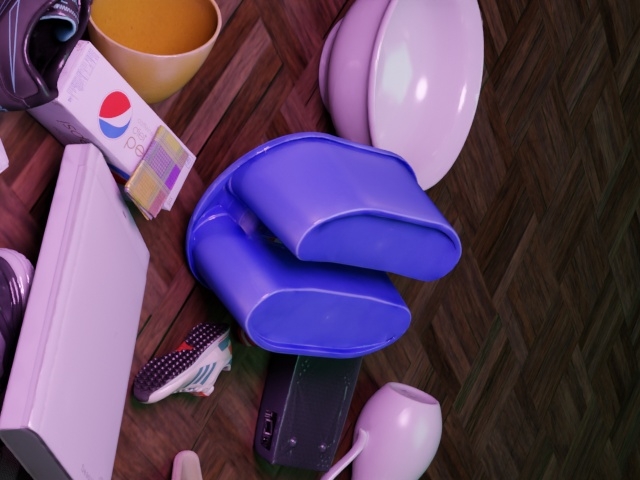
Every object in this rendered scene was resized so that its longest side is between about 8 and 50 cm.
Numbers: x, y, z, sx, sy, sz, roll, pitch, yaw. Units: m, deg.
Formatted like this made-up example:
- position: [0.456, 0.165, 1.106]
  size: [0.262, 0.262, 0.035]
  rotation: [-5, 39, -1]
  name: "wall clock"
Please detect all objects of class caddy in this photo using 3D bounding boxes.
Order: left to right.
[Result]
- position: [0.000, 0.000, 1.551]
  size: [0.341, 0.179, 0.241]
  rotation: [11, 123, -46]
  name: "caddy"

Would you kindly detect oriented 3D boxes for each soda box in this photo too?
- position: [-0.215, -0.115, 1.304]
  size: [0.069, 0.073, 0.216]
  rotation: [-65, 146, -19]
  name: "soda box"

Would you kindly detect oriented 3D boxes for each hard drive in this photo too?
- position: [-0.229, 0.089, 1.251]
  size: [0.203, 0.040, 0.308]
  rotation: [74, 17, -53]
  name: "hard drive"
- position: [-0.009, 0.180, 1.758]
  size: [0.172, 0.054, 0.255]
  rotation: [25, 79, -58]
  name: "hard drive"

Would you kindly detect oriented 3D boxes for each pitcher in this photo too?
- position: [0.083, 0.317, 1.908]
  size: [0.177, 0.125, 0.207]
  rotation: [14, 100, -44]
  name: "pitcher"

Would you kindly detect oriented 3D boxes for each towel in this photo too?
- position: [-0.167, -0.068, 1.315]
  size: [0.083, 0.009, 0.060]
  rotation: [-63, 145, -20]
  name: "towel"

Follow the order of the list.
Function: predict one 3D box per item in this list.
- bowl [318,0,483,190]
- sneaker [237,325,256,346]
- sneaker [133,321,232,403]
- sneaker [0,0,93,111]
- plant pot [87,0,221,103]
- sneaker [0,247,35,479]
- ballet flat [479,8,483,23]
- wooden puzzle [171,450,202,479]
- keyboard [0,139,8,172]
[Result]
- position: [0.090, -0.218, 1.701]
  size: [0.298, 0.134, 0.298]
  rotation: [-27, 123, -53]
  name: "bowl"
- position: [-0.055, 0.116, 1.646]
  size: [0.118, 0.067, 0.042]
  rotation: [11, 81, -54]
  name: "sneaker"
- position: [-0.153, 0.161, 1.516]
  size: [0.161, 0.057, 0.075]
  rotation: [-41, 128, -48]
  name: "sneaker"
- position: [-0.245, -0.236, 1.184]
  size: [0.101, 0.106, 0.268]
  rotation: [29, 73, -56]
  name: "sneaker"
- position: [-0.174, -0.196, 1.311]
  size: [0.134, 0.134, 0.095]
  rotation: [-47, 164, -40]
  name: "plant pot"
- position: [-0.331, 0.147, 1.192]
  size: [0.153, 0.101, 0.269]
  rotation: [-14, 106, -55]
  name: "sneaker"
- position: [0.174, -0.263, 1.891]
  size: [0.250, 0.058, 0.084]
  rotation: [-55, 141, -33]
  name: "ballet flat"
- position: [-0.151, 0.402, 1.528]
  size: [0.239, 0.044, 0.221]
  rotation: [-83, 169, -62]
  name: "wooden puzzle"
- position: [-0.372, -0.031, 1.145]
  size: [0.256, 0.014, 0.072]
  rotation: [-48, 132, -40]
  name: "keyboard"
